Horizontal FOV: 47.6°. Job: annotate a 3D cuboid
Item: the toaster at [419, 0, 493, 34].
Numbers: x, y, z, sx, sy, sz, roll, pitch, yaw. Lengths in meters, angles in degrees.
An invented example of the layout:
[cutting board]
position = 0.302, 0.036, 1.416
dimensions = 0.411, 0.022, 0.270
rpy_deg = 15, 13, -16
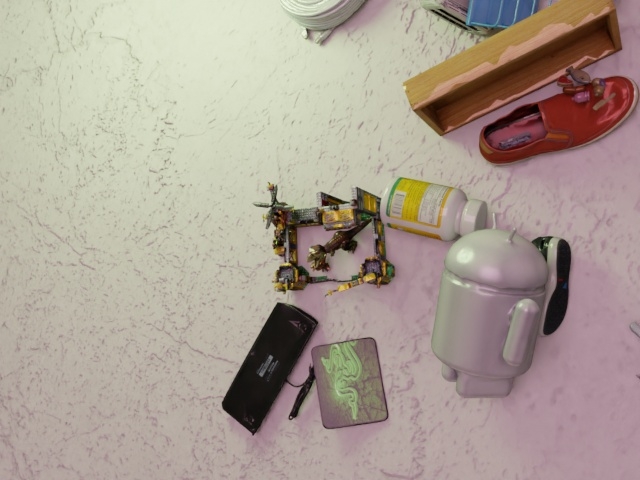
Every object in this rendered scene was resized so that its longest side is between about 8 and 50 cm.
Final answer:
[toaster]
position = 0.319, -0.539, 1.553
dimensions = 0.146, 0.227, 0.129
rpy_deg = -66, 24, 8

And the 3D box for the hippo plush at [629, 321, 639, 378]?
[hippo plush]
position = 0.734, 0.262, 1.261
dimensions = 0.236, 0.294, 0.234
rpy_deg = -12, 97, -3

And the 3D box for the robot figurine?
[robot figurine]
position = 0.330, 0.130, 1.423
dimensions = 0.300, 0.199, 0.353
rpy_deg = -136, 50, -66

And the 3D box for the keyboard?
[keyboard]
position = -0.094, 0.319, 1.719
dimensions = 0.201, 0.033, 0.317
rpy_deg = 33, 99, 26

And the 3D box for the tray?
[tray]
position = 0.390, -0.357, 1.477
dimensions = 0.411, 0.203, 0.076
rpy_deg = -24, 73, 21

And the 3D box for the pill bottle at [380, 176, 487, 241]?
[pill bottle]
position = 0.244, -0.063, 1.557
dimensions = 0.208, 0.117, 0.118
rpy_deg = 14, 90, 27

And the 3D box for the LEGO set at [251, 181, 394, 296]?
[LEGO set]
position = 0.000, 0.000, 1.622
dimensions = 0.331, 0.192, 0.255
rpy_deg = 3, 85, 26

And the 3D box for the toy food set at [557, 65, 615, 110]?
[toy food set]
position = 0.516, -0.305, 1.433
dimensions = 0.078, 0.019, 0.122
rpy_deg = -37, 50, -10

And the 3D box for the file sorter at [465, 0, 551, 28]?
[file sorter]
position = 0.403, -0.488, 1.475
dimensions = 0.104, 0.170, 0.118
rpy_deg = -138, 50, -59

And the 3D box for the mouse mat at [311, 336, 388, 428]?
[mouse mat]
position = 0.065, 0.322, 1.637
dimensions = 0.152, 0.007, 0.190
rpy_deg = -11, 78, 10

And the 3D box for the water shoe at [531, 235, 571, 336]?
[water shoe]
position = 0.457, 0.092, 1.478
dimensions = 0.080, 0.073, 0.203
rpy_deg = 10, 89, 54

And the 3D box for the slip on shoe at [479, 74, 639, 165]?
[slip on shoe]
position = 0.479, -0.244, 1.480
dimensions = 0.331, 0.101, 0.123
rpy_deg = -19, 74, 21

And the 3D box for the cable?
[cable]
position = 0.004, -0.644, 1.758
dimensions = 0.257, 0.089, 0.257
rpy_deg = -35, 70, 17
